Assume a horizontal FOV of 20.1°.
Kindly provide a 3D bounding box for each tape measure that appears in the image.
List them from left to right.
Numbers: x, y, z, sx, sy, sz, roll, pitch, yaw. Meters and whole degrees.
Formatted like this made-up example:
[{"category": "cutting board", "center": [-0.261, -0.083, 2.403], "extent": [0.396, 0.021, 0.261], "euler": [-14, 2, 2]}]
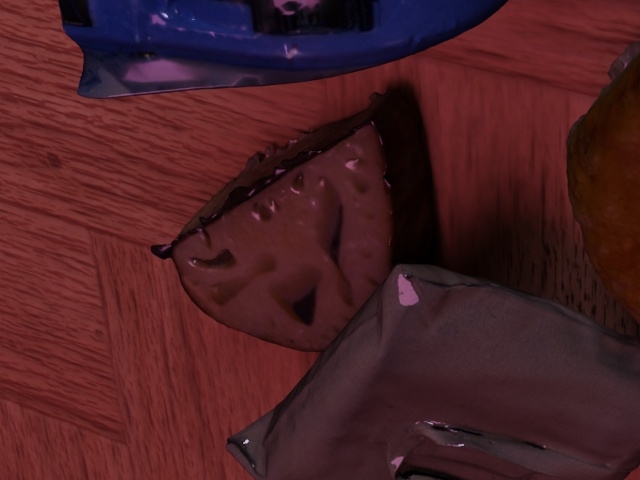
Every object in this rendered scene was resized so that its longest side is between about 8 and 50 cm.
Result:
[{"category": "tape measure", "center": [-0.005, -0.203, 1.052], "extent": [0.262, 0.259, 0.138], "euler": [2, 125, 28]}]

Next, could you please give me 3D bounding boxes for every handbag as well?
[{"category": "handbag", "center": [0.102, 0.124, 1.308], "extent": [0.253, 0.109, 0.316], "euler": [20, 142, -15]}]

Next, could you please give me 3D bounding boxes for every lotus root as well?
[{"category": "lotus root", "center": [0.000, 0.000, 1.350], "extent": [0.260, 0.074, 0.170], "euler": [-20, 110, 43]}]

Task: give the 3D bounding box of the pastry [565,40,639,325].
[{"category": "pastry", "center": [0.301, -0.019, 1.059], "extent": [0.329, 0.136, 0.330], "euler": [19, 132, 23]}]
